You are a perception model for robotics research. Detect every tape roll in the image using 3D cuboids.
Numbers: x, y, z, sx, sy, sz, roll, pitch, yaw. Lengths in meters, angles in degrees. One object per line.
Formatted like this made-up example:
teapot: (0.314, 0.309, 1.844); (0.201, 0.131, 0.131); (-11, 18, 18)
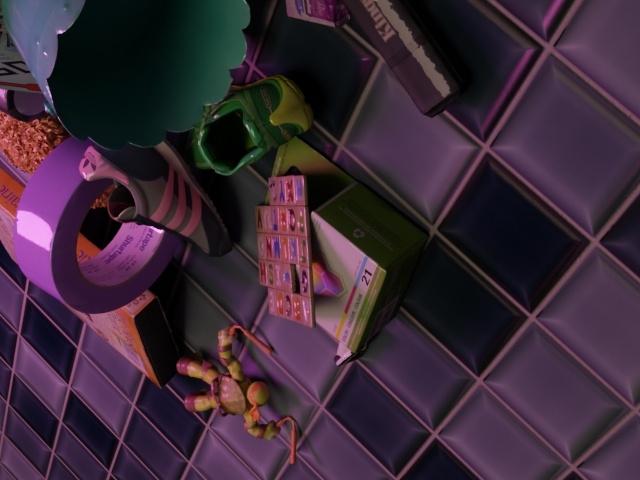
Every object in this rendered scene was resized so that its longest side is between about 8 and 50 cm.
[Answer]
tape roll: (-0.327, -0.030, 1.724); (0.090, 0.275, 0.274); (26, 136, 31)

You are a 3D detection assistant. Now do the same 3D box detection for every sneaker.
sneaker: (-0.129, -0.150, 1.534); (0.295, 0.123, 0.109); (-14, 108, 58)
sneaker: (0.046, 0.148, 1.674); (0.043, 0.040, 0.109); (58, 143, 20)
sneaker: (-0.240, -0.058, 1.659); (0.112, 0.131, 0.319); (43, 169, 42)

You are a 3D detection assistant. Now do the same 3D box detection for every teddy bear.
teddy bear: (-0.477, -0.153, 1.923); (0.338, 0.113, 0.245); (46, 145, 10)

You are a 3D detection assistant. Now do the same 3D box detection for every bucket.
bucket: (-0.247, -0.268, 1.416); (0.183, 0.281, 0.281); (47, 146, 35)

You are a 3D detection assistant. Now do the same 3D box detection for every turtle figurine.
turtle figurine: (-0.150, 0.266, 1.931); (0.217, 0.087, 0.269); (-1, 119, 47)

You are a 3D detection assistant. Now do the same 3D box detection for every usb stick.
usb stick: (0.069, -0.266, 1.298); (0.278, 0.045, 0.077); (55, 144, -2)

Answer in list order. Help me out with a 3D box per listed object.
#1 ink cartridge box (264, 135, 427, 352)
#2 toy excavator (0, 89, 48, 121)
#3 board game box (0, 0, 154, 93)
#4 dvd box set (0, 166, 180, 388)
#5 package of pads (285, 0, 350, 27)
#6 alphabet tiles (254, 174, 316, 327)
ink cartridge box: (0.000, 0.000, 1.547); (0.255, 0.097, 0.189); (38, 142, 18)
toy excavator: (-0.425, -0.442, 1.509); (0.222, 0.433, 0.445); (33, 167, 25)
board game box: (-0.370, -0.296, 1.471); (0.046, 0.317, 0.213); (45, 121, 37)
dvd box set: (-0.431, 0.063, 2.021); (0.420, 0.062, 0.307); (37, 158, 21)
package of pads: (-0.006, -0.289, 1.372); (0.083, 0.032, 0.050); (21, 136, 35)
alphabet tiles: (-0.053, 0.010, 1.570); (0.237, 0.009, 0.198); (-175, 80, -71)
